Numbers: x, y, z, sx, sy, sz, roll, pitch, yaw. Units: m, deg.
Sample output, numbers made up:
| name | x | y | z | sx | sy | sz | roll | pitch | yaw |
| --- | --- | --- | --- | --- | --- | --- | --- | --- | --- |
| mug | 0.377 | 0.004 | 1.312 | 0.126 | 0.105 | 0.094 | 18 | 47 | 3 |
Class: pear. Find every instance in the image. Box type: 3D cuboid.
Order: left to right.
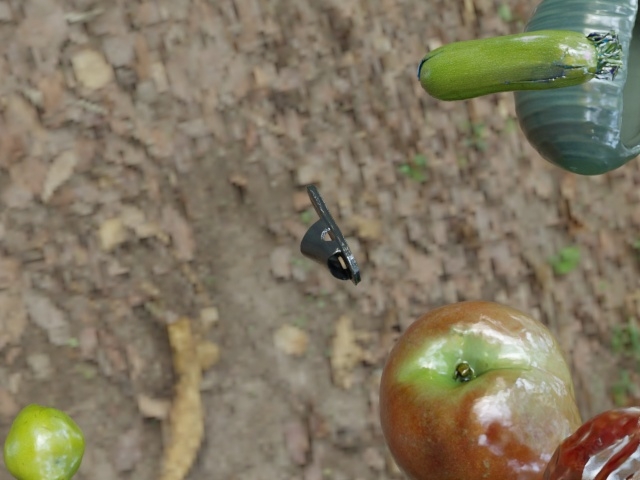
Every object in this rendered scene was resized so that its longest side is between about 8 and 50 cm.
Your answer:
| name | x | y | z | sx | sy | sz | roll | pitch | yaw |
| --- | --- | --- | --- | --- | --- | --- | --- | --- | --- |
| pear | -0.297 | 0.220 | 1.709 | 0.092 | 0.092 | 0.097 | 0 | 58 | -58 |

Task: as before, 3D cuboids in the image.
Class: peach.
| name | x | y | z | sx | sy | sz | roll | pitch | yaw |
| --- | --- | --- | --- | --- | --- | --- | --- | --- | --- |
| peach | 0.186 | 0.201 | 1.831 | 0.252 | 0.252 | 0.252 | 24 | 61 | -54 |

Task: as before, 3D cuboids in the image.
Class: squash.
| name | x | y | z | sx | sy | sz | roll | pitch | yaw |
| --- | --- | --- | --- | --- | --- | --- | --- | --- | --- |
| squash | 0.154 | -0.140 | 1.265 | 0.052 | 0.183 | 0.052 | 2 | 88 | -54 |

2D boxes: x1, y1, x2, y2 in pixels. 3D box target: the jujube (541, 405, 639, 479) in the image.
| name | x | y | z | sx | sy | sz | roll | pitch | yaw |
| --- | --- | --- | --- | --- | --- | --- | --- | --- | --- |
| jujube | 0.231 | 0.302 | 1.271 | 0.216 | 0.216 | 0.342 | 20 | 85 | -55 |

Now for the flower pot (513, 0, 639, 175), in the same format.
| name | x | y | z | sx | sy | sz | roll | pitch | yaw |
| --- | --- | --- | --- | --- | --- | --- | --- | --- | --- |
| flower pot | 0.316 | -0.195 | 1.849 | 0.189 | 0.157 | 0.243 | 34 | 66 | -45 |

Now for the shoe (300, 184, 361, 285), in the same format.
| name | x | y | z | sx | sy | sz | roll | pitch | yaw |
| --- | --- | --- | --- | --- | --- | --- | --- | --- | --- |
| shoe | 0.000 | 0.000 | 1.825 | 0.062 | 0.053 | 0.159 | 73 | -6 | -47 |
